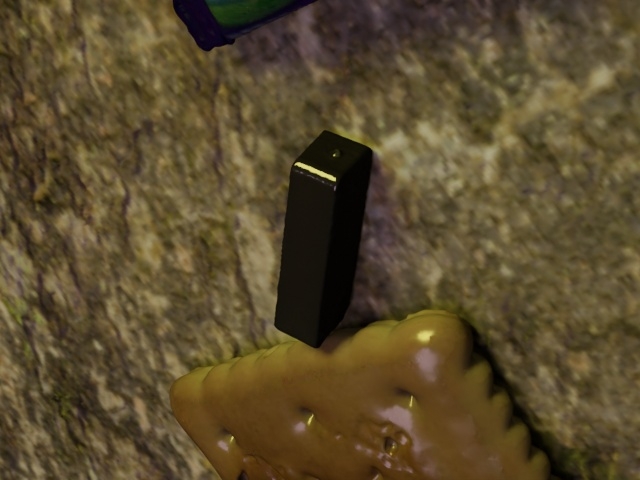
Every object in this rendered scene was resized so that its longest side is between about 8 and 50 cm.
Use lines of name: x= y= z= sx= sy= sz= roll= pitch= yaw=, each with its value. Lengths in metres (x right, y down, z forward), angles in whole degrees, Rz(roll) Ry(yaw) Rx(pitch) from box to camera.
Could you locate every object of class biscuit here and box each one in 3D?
biscuit: x=0.065 y=0.186 z=0.812 sx=0.217 sy=0.044 sz=0.325 roll=-16 pitch=114 yaw=42

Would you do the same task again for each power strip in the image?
power strip: x=0.000 y=0.000 z=0.712 sx=0.029 sy=0.038 sz=0.111 roll=23 pitch=132 yaw=18

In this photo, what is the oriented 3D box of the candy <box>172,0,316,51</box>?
candy: x=0.005 y=-0.161 z=0.565 sx=0.275 sy=0.070 sz=0.145 roll=-15 pitch=123 yaw=38
